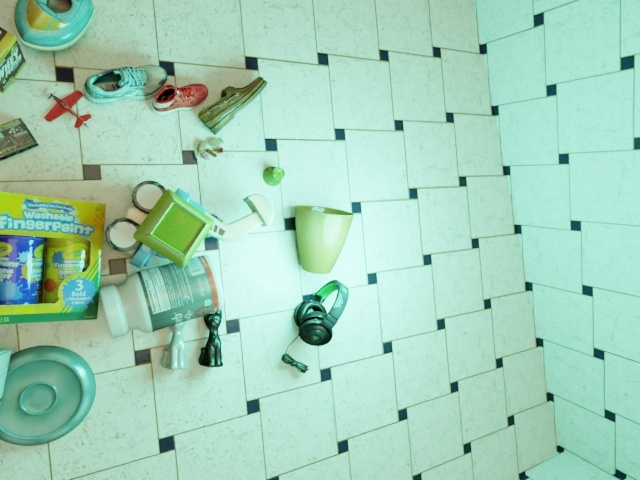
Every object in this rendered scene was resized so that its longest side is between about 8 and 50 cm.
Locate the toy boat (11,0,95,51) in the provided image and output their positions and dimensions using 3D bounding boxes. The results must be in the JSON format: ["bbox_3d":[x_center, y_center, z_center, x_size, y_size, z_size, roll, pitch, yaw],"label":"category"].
[{"bbox_3d":[-0.898,-0.754,1.341,0.318,0.148,0.267,35,74,-22],"label":"toy boat"}]

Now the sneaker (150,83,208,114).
[{"bbox_3d":[-0.493,-0.520,1.549,0.221,0.128,0.086,-35,104,-23],"label":"sneaker"}]

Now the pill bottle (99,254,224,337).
[{"bbox_3d":[-0.533,0.190,1.464,0.363,0.210,0.210,-15,95,-26],"label":"pill bottle"}]

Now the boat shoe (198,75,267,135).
[{"bbox_3d":[-0.330,-0.541,1.641,0.104,0.111,0.307,47,70,-19],"label":"boat shoe"}]

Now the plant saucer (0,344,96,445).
[{"bbox_3d":[-0.892,0.496,1.368,0.318,0.044,0.317,1,87,-26],"label":"plant saucer"}]

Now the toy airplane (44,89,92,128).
[{"bbox_3d":[-0.832,-0.430,1.431,0.151,0.028,0.151,2,87,-27],"label":"toy airplane"}]

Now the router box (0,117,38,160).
[{"bbox_3d":[-0.973,-0.317,1.351,0.123,0.038,0.092,-33,103,-24],"label":"router box"}]

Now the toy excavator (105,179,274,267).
[{"bbox_3d":[-0.440,-0.053,1.502,0.445,0.222,0.432,34,75,-20],"label":"toy excavator"}]

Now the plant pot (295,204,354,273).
[{"bbox_3d":[0.000,0.000,1.746,0.237,0.237,0.254,3,101,-27],"label":"plant pot"}]

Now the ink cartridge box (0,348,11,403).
[{"bbox_3d":[-1.074,0.492,1.184,0.286,0.166,0.394,10,84,-16],"label":"ink cartridge box"}]

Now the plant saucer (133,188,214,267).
[{"bbox_3d":[-0.452,-0.037,1.362,0.188,0.045,0.188,38,72,-28],"label":"plant saucer"}]

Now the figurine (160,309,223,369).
[{"bbox_3d":[-0.462,0.356,1.572,0.215,0.092,0.209,5,79,-26],"label":"figurine"}]

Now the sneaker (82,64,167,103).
[{"bbox_3d":[-0.655,-0.539,1.471,0.283,0.122,0.110,-27,100,-25],"label":"sneaker"}]

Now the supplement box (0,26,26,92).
[{"bbox_3d":[-1.008,-0.566,1.255,0.194,0.191,0.129,31,75,-22],"label":"supplement box"}]

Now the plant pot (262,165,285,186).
[{"bbox_3d":[-0.179,-0.263,1.727,0.084,0.079,0.083,1,88,-28],"label":"plant pot"}]

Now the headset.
[{"bbox_3d":[-0.010,0.343,1.719,0.185,0.243,0.394,38,94,-17],"label":"headset"}]

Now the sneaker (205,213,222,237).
[{"bbox_3d":[-0.434,-0.047,1.615,0.135,0.052,0.058,-42,86,-15],"label":"sneaker"}]

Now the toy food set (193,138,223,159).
[{"bbox_3d":[-0.424,-0.345,1.642,0.122,0.019,0.077,-13,95,-34],"label":"toy food set"}]

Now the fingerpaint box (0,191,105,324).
[{"bbox_3d":[-0.891,0.051,1.250,0.445,0.163,0.370,6,85,-43],"label":"fingerpaint box"}]
